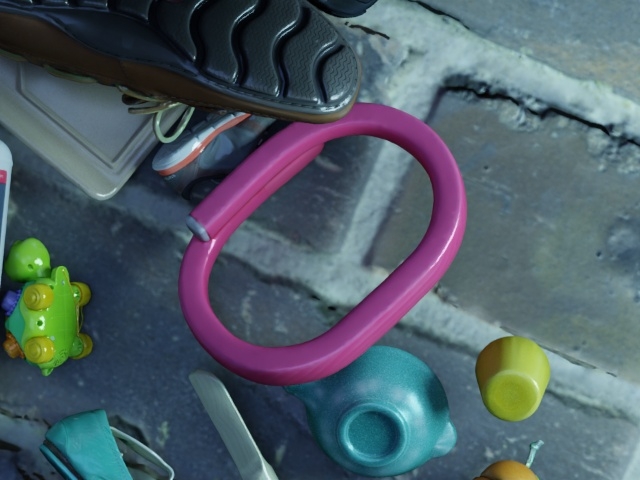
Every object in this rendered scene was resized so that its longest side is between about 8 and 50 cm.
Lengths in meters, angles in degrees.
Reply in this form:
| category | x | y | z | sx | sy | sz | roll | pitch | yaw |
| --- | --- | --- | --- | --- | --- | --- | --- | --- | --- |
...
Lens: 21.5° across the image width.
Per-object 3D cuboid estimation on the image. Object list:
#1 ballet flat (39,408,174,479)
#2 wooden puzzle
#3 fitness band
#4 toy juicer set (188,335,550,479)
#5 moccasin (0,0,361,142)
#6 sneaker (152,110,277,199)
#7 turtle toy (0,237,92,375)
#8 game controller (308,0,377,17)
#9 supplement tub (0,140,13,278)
| category | x | y | z | sx | sy | sz | roll | pitch | yaw |
| --- | --- | --- | --- | --- | --- | --- | --- | --- | --- |
| ballet flat | -0.159 | 0.259 | 1.578 | 0.087 | 0.083 | 0.247 | -37 | 90 | -14 |
| wooden puzzle | -0.215 | -0.191 | 1.610 | 0.221 | 0.044 | 0.239 | 40 | 85 | 2 |
| fitness band | 0.000 | 0.000 | 1.547 | 0.291 | 0.054 | 0.209 | -43 | 66 | -8 |
| toy juicer set | 0.054 | 0.198 | 1.583 | 0.328 | 0.089 | 0.209 | -3 | 109 | 9 |
| moccasin | -0.150 | -0.178 | 1.528 | 0.380 | 0.147 | 0.139 | 10 | 68 | 3 |
| sneaker | -0.081 | -0.094 | 1.604 | 0.158 | 0.061 | 0.065 | -32 | 112 | 3 |
| turtle toy | -0.264 | 0.062 | 1.583 | 0.066 | 0.095 | 0.130 | -3 | 88 | 22 |
| game controller | -0.035 | -0.340 | 1.530 | 0.319 | 0.067 | 0.166 | 33 | 86 | -31 |
| supplement tub | -0.385 | 0.032 | 1.528 | 0.191 | 0.191 | 0.272 | 5 | 88 | 1 |
